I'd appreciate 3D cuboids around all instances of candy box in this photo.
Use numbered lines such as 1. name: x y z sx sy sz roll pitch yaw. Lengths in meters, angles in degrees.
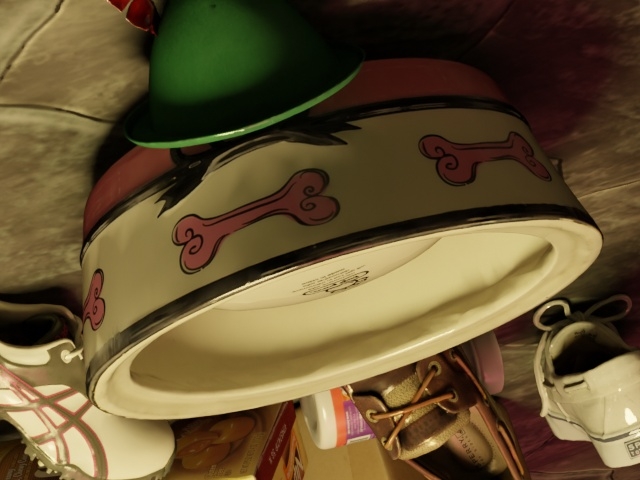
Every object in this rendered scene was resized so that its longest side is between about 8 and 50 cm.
1. candy box: -0.184 0.239 1.784 0.316 0.087 0.183 -10 -163 13

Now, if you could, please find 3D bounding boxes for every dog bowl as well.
1. dog bowl: 0.000 0.000 1.458 0.408 0.150 0.408 -17 164 -5

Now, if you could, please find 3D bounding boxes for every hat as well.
1. hat: -0.078 -0.173 1.248 0.173 0.183 0.208 -17 -161 4

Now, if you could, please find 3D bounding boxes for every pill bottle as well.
1. pill bottle: 0.079 0.135 1.888 0.193 0.108 0.108 -13 155 -11

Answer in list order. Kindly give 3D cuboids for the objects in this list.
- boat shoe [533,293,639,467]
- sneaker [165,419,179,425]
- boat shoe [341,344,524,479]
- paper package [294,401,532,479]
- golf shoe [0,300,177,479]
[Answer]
1. boat shoe: 0.283 0.128 1.987 0.136 0.156 0.367 -23 -176 2
2. sneaker: -0.117 0.123 1.792 0.237 0.086 0.085 -21 128 -18
3. boat shoe: 0.095 0.146 1.757 0.123 0.123 0.342 -34 125 3
4. paper package: 0.107 0.331 2.058 0.168 0.325 0.309 -34 150 30
5. golf shoe: -0.222 0.127 1.622 0.273 0.105 0.120 26 116 -31
